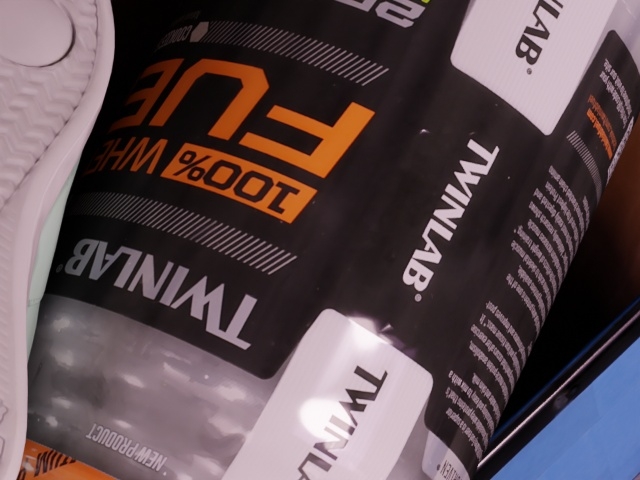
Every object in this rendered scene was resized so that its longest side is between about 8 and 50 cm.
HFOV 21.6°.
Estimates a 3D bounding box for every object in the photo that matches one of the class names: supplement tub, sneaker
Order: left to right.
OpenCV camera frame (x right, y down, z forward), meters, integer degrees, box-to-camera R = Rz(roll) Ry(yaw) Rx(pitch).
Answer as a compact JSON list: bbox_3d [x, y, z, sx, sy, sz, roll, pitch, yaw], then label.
[{"bbox_3d":[-0.149,0.002,0.599,0.094,0.151,0.256,18,59,-21],"label":"sneaker"},{"bbox_3d":[0.000,0.000,0.678,0.193,0.193,0.316,44,65,-43],"label":"supplement tub"}]

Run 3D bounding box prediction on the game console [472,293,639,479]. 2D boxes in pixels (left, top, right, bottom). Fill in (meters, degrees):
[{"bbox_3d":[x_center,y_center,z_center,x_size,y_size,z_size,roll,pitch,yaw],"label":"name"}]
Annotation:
[{"bbox_3d":[0.185,0.179,0.904,0.293,0.173,0.250,-42,87,-12],"label":"game console"}]
